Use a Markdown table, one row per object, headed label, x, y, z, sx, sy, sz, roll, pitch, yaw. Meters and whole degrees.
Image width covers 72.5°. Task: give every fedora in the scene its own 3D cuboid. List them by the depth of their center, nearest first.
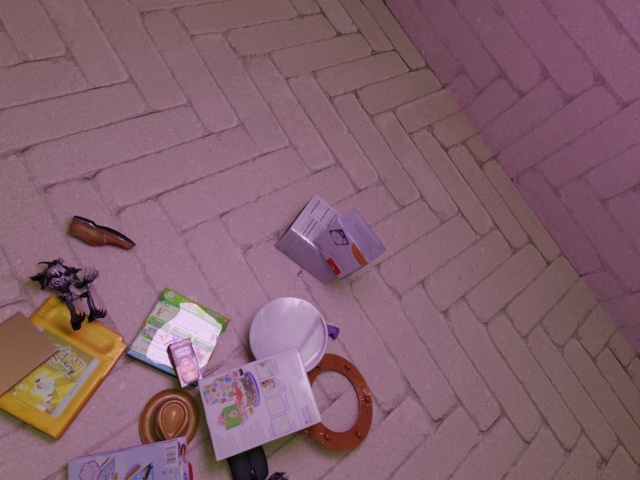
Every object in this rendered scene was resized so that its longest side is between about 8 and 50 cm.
| label | x | y | z | sx | sy | sz | roll | pitch | yaw |
| --- | --- | --- | --- | --- | --- | --- | --- | --- | --- |
| fedora | -0.459 | 0.555 | 1.344 | 0.194 | 0.079 | 0.195 | 9 | 65 | -21 |

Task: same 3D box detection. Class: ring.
| label | x | y | z | sx | sy | sz | roll | pitch | yaw |
| --- | --- | --- | --- | --- | --- | --- | --- | --- | --- |
| ring | 0.061 | 0.566 | 1.560 | 0.336 | 0.032 | 0.337 | 22 | 49 | -28 |

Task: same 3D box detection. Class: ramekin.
| label | x | y | z | sx | sy | sz | roll | pitch | yaw |
| --- | --- | --- | --- | --- | --- | --- | --- | --- | --- |
| ramekin | -0.112 | 0.334 | 1.536 | 0.272 | 0.127 | 0.273 | 1 | 81 | -5 |

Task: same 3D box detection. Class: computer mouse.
| label | x | y | z | sx | sy | sz | roll | pitch | yaw |
| --- | --- | --- | --- | --- | --- | --- | --- | --- | --- |
| computer mouse | -0.223 | 0.701 | 1.394 | 0.188 | 0.072 | 0.272 | -21 | 78 | -30 |

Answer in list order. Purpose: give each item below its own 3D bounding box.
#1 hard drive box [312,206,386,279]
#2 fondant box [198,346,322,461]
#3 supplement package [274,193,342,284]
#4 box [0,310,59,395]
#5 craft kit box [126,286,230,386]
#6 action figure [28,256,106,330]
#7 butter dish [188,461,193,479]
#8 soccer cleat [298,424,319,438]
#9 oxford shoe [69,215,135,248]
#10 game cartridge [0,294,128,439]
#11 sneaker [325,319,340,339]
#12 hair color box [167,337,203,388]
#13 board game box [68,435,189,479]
| label | x | y | z | sx | sy | sz | roll | pitch | yaw |
| --- | --- | --- | --- | --- | --- | --- | --- | --- | --- |
| hard drive box | 0.095 | 0.017 | 1.515 | 0.089 | 0.232 | 0.181 | -34 | 86 | -28 |
| fondant box | -0.188 | 0.505 | 1.367 | 0.330 | 0.096 | 0.238 | -17 | 71 | -9 |
| supplement package | 0.000 | 0.000 | 1.732 | 0.262 | 0.199 | 0.198 | 37 | 59 | -6 |
| box | -0.883 | 0.323 | 1.226 | 0.164 | 0.021 | 0.201 | 45 | 55 | 0 |
| craft kit box | -0.469 | 0.321 | 1.460 | 0.249 | 0.061 | 0.247 | 30 | 61 | -11 |
| action figure | -0.760 | 0.130 | 1.332 | 0.276 | 0.141 | 0.164 | 47 | 23 | 18 |
| butter dish | -0.429 | 0.710 | 1.275 | 0.160 | 0.118 | 0.160 | -13 | 71 | 14 |
| soccer cleat | -0.086 | 0.595 | 1.504 | 0.248 | 0.083 | 0.095 | 31 | 54 | -7 |
| oxford shoe | -0.739 | -0.009 | 1.483 | 0.212 | 0.076 | 0.076 | 24 | 90 | -17 |
| game cartridge | -0.786 | 0.365 | 1.293 | 0.285 | 0.052 | 0.324 | 34 | 59 | -8 |
| sneaker | -0.003 | 0.335 | 1.665 | 0.169 | 0.068 | 0.071 | 20 | 67 | -17 |
| hair color box | -0.431 | 0.390 | 1.390 | 0.071 | 0.043 | 0.141 | -15 | 76 | -31 |
| board game box | -0.509 | 0.725 | 1.171 | 0.317 | 0.066 | 0.319 | -11 | 71 | 2 |
